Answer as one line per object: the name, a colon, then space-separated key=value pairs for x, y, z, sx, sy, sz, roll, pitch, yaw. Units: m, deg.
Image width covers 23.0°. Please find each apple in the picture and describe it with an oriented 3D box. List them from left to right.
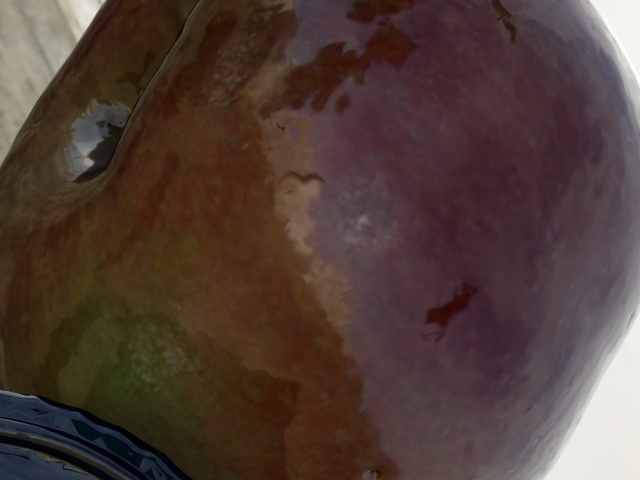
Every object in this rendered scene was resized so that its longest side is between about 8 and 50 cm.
apple: x=0.000 y=0.000 z=0.756 sx=0.277 sy=0.348 sz=0.348 roll=35 pitch=17 yaw=-25

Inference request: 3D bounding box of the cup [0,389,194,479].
cup: x=-0.152 y=0.196 z=0.616 sx=0.292 sy=0.242 sz=0.308 roll=110 pitch=-29 yaw=-53
